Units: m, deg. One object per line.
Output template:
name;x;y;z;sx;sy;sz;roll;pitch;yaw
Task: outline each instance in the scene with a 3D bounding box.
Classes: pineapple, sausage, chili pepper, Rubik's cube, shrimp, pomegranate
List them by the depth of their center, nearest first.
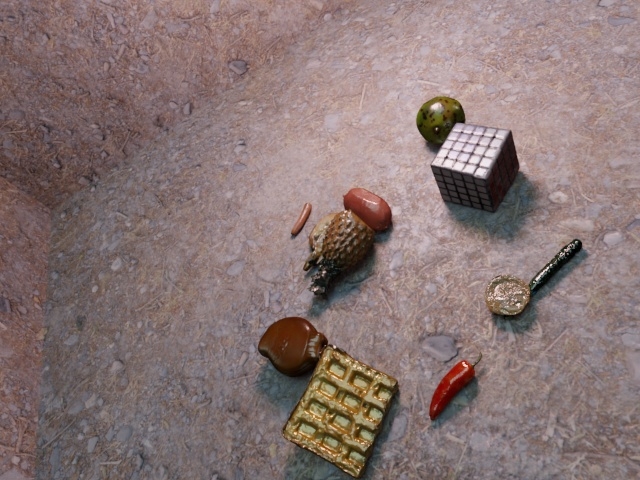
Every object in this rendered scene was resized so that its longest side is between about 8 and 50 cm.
chili pepper;0.428;0.461;1.449;0.272;0.063;0.071;-47;37;-4
Rubik's cube;0.598;-0.283;1.745;0.237;0.238;0.237;20;71;39
pineapple;0.069;0.066;1.834;0.202;0.202;0.362;25;81;38
sausage;0.199;-0.141;1.934;0.254;0.148;0.148;28;75;37
pomegranate;0.533;-0.544;1.993;0.211;0.211;0.263;-6;37;26
shrimp;0.000;0.000;1.996;0.168;0.077;0.317;17;64;47
sausage;-0.089;-0.102;2.129;0.047;0.040;0.176;13;67;34

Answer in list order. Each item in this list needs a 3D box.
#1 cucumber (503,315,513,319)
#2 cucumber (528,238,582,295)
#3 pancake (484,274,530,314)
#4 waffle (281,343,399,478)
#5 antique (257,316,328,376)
cucumber;0.634;0.203;1.529;0.032;0.032;0.133;-8;54;24
cucumber;0.782;0.090;1.518;0.257;0.043;0.044;-44;44;-3
pancake;0.622;0.183;1.510;0.152;0.025;0.151;-14;53;19
waffle;0.070;0.564;1.520;0.304;0.077;0.348;21;70;24
antique;-0.101;0.409;1.726;0.278;0.129;0.223;-6;56;25
